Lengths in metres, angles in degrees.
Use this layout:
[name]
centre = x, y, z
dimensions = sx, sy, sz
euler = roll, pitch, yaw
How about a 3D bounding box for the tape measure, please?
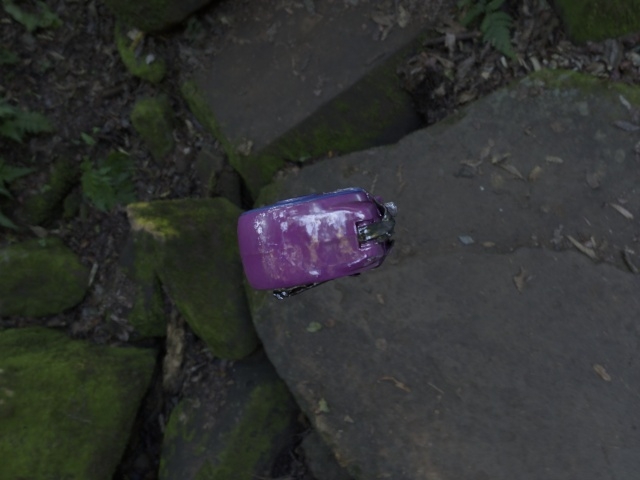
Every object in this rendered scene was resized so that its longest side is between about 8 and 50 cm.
[tape measure]
centre = 0.000, 0.000, 0.488
dimensions = 0.125, 0.118, 0.074
euler = -12, 92, 13
